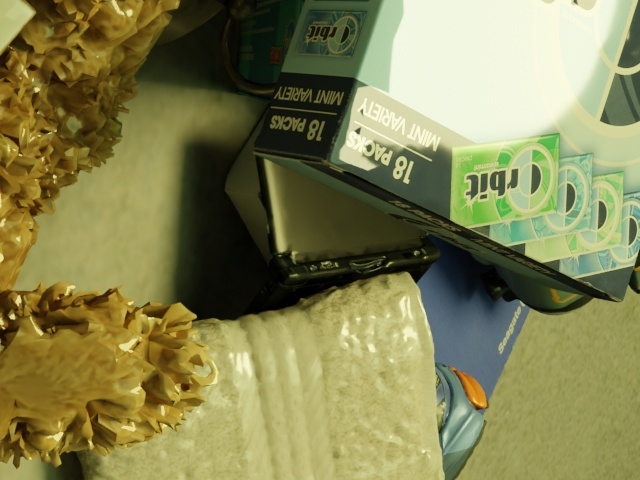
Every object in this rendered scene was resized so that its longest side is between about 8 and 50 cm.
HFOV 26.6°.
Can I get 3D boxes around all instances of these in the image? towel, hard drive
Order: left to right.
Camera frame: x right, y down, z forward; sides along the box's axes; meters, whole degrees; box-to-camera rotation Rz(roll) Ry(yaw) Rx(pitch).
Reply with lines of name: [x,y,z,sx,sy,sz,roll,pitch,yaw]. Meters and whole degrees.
towel: [-0.025,0.167,0.702,0.187,0.049,0.282,-13,111,-21]
hard drive: [0.059,-0.003,0.877,0.210,0.040,0.318,-61,143,-29]

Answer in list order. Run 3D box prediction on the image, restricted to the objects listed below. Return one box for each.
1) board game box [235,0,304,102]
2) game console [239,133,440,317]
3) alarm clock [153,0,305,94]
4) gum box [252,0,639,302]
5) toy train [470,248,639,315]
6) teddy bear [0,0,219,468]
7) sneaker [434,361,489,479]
board game box: [0.023,-0.224,0.593,0.254,0.079,0.336,-137,-129,-78]
game console: [0.000,0.000,0.737,0.122,0.071,0.107,-7,144,-45]
alarm clock: [-0.065,-0.121,0.492,0.129,0.192,0.064,-46,158,10]
gum box: [0.073,-0.088,0.467,0.157,0.041,0.184,22,83,-41]
toy train: [0.159,-0.066,0.811,0.190,0.142,0.334,-29,149,1]
teddy bear: [-0.146,-0.024,0.417,0.245,0.113,0.338,8,95,-20]
sneaker: [0.007,0.158,0.801,0.087,0.083,0.221,36,77,-27]
